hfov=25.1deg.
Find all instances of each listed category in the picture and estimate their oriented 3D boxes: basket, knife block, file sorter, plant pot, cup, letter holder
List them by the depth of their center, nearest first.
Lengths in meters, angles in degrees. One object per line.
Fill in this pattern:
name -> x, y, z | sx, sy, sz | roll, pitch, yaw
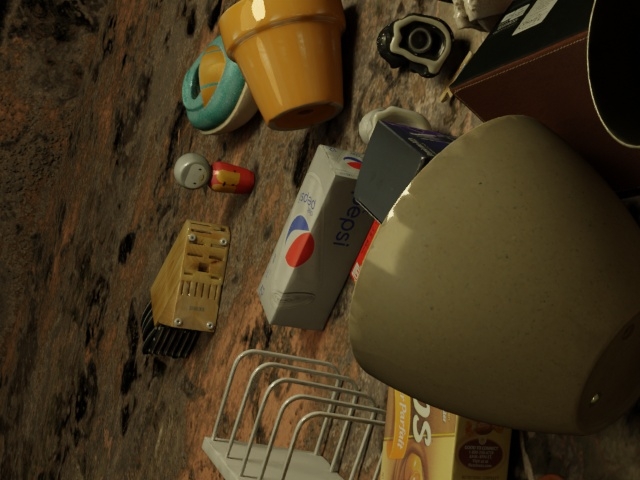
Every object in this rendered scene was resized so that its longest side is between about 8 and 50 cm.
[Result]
basket -> 0.379, -0.155, 1.295 | 0.154, 0.227, 0.204 | -47, 40, 51
cup -> 0.228, 0.069, 1.497 | 0.237, 0.331, 0.331 | 36, 117, 32
letter holder -> 0.325, -0.177, 1.551 | 0.152, 0.214, 0.302 | -54, 16, -21
file sorter -> -0.018, 0.283, 2.033 | 0.277, 0.193, 0.173 | 35, 110, 63
plant pot -> -0.046, -0.286, 2.328 | 0.205, 0.205, 0.188 | -33, 67, 58
knife block -> -0.274, 0.096, 2.775 | 0.242, 0.088, 0.276 | 9, 89, 65

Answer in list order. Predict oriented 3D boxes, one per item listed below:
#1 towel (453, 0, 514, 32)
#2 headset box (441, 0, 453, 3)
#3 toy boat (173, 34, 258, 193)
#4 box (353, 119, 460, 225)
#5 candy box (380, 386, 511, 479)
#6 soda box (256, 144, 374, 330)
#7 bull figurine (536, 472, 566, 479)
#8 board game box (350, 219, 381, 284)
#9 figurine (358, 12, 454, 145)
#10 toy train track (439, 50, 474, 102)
towel -> 0.213, -0.387, 1.730 | 0.049, 0.187, 0.282 | -16, 85, 50
headset box -> 0.195, -0.473, 1.953 | 0.293, 0.110, 0.218 | -105, 34, -44
toy boat -> -0.190, -0.238, 2.651 | 0.267, 0.148, 0.318 | -32, 53, 58
box -> 0.168, -0.058, 1.737 | 0.153, 0.207, 0.108 | 47, 124, 60
candy box -> 0.156, 0.234, 1.781 | 0.183, 0.087, 0.316 | 4, 87, 65
soda box -> 0.000, 0.000, 2.212 | 0.286, 0.098, 0.091 | -65, 29, 28
bull figurine -> 0.258, 0.404, 1.495 | 0.188, 0.101, 0.310 | 126, 145, -47
board game box -> 0.113, 0.048, 2.010 | 0.147, 0.045, 0.193 | -67, 28, 27
figurine -> 0.111, -0.217, 2.070 | 0.209, 0.092, 0.215 | -136, 58, -79
toy train track -> 0.191, -0.225, 1.986 | 0.083, 0.014, 0.048 | -58, 25, 29
